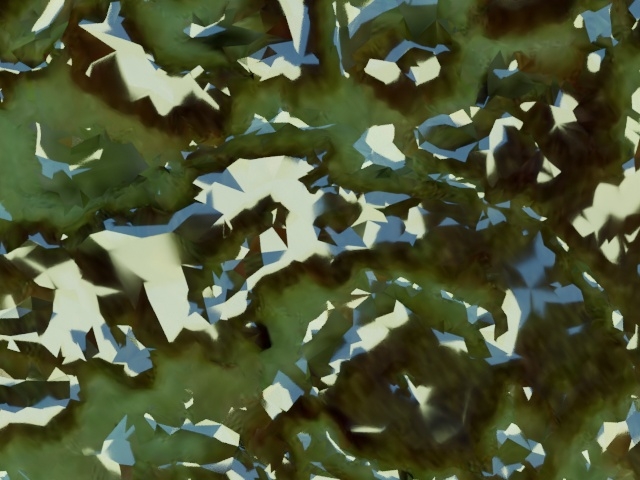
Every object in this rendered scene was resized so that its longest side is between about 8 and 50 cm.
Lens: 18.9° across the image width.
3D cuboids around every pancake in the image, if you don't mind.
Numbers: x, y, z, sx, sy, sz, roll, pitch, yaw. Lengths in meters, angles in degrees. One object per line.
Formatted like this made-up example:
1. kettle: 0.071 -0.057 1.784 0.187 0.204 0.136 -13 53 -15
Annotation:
1. pancake: -0.003 -0.005 0.511 0.427 0.067 0.305 -24 95 6
